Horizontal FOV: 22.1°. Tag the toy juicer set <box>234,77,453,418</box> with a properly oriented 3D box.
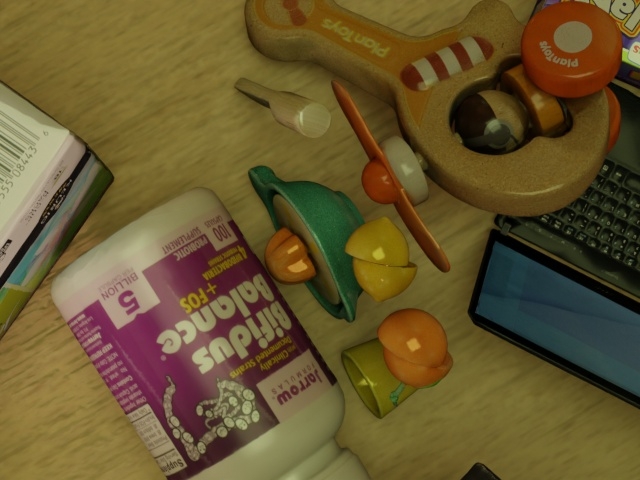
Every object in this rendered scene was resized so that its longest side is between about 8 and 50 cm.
[{"bbox_3d":[0.000,0.000,1.383,0.089,0.209,0.329,-29,90,-12],"label":"toy juicer set"}]

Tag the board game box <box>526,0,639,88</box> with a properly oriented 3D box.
[{"bbox_3d":[0.389,-0.226,1.479,0.347,0.078,0.233,23,86,-2],"label":"board game box"}]

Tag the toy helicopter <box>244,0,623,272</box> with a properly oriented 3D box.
[{"bbox_3d":[0.075,-0.125,1.408,0.355,0.140,0.235,28,70,22],"label":"toy helicopter"}]

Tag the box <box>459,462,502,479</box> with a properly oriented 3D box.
[{"bbox_3d":[0.145,0.524,1.249,0.472,0.297,0.480,-43,115,-3],"label":"box"}]

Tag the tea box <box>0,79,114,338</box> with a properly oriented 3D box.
[{"bbox_3d":[-0.355,0.005,1.306,0.220,0.323,0.329,35,87,0],"label":"tea box"}]

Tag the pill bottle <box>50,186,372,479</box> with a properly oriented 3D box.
[{"bbox_3d":[-0.084,0.120,1.393,0.169,0.169,0.301,-33,90,-4],"label":"pill bottle"}]

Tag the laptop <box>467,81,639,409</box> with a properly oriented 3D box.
[{"bbox_3d":[0.279,0.004,1.434,0.234,0.136,0.264,27,86,-2],"label":"laptop"}]
